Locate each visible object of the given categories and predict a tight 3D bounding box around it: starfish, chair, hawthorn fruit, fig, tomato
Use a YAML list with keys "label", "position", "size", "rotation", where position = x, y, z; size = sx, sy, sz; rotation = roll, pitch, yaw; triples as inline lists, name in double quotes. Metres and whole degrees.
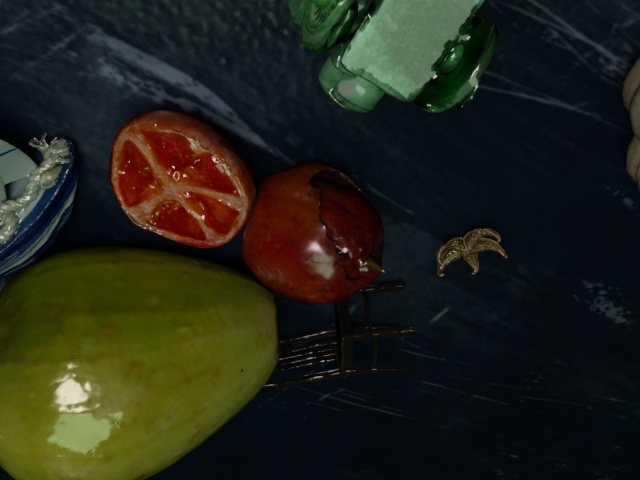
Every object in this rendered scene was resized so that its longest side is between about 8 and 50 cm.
- label: "starfish"
  position: [0.182, 0.013, 0.933]
  size: [0.091, 0.028, 0.078]
  rotation: [0, 139, -12]
- label: "chair"
  position: [0.004, 0.120, 0.969]
  size: [0.212, 0.084, 0.101]
  rotation: [-4, 137, -4]
- label: "hawthorn fruit"
  position: [0.000, 0.000, 0.800]
  size: [0.148, 0.172, 0.148]
  rotation: [-22, 127, -32]
- label: "fig"
  position: [-0.197, 0.128, 0.837]
  size: [0.326, 0.258, 0.258]
  rotation: [-12, 136, -21]
- label: "tomato"
  position: [-0.128, -0.068, 0.771]
  size: [0.155, 0.069, 0.156]
  rotation: [13, 135, 14]

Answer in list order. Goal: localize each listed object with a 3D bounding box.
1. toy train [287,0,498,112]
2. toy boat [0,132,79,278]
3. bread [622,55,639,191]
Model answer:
- label: "toy train"
  position: [0.080, -0.226, 0.573]
  size: [0.145, 0.202, 0.266]
  rotation: [21, 127, -27]
- label: "toy boat"
  position: [-0.346, -0.048, 0.697]
  size: [0.220, 0.067, 0.291]
  rotation: [-39, 156, -1]
- label: "bread"
  position: [0.404, -0.127, 0.790]
  size: [0.183, 0.102, 0.337]
  rotation: [-16, 135, 12]
